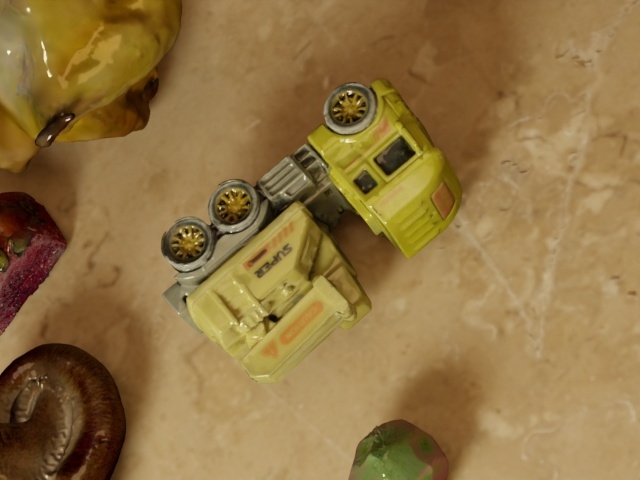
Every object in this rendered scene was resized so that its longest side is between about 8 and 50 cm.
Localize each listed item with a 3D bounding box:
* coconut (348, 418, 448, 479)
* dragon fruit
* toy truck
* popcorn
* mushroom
[{"bbox_3d":[0.064,0.191,1.423,0.083,0.081,0.082,-9,54,22],"label":"coconut"},{"bbox_3d":[-0.313,0.017,1.590,0.102,0.096,0.147,36,84,21],"label":"dragon fruit"},{"bbox_3d":[0.000,0.000,1.489,0.272,0.124,0.157,-40,64,-2],"label":"toy truck"},{"bbox_3d":[-0.288,-0.204,1.603,0.316,0.281,0.297,39,123,-1],"label":"popcorn"},{"bbox_3d":[-0.262,0.176,1.444,0.148,0.217,0.227,-2,69,16],"label":"mushroom"}]
